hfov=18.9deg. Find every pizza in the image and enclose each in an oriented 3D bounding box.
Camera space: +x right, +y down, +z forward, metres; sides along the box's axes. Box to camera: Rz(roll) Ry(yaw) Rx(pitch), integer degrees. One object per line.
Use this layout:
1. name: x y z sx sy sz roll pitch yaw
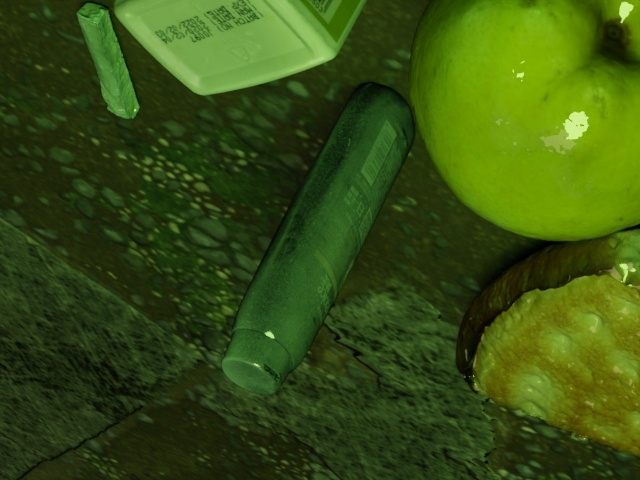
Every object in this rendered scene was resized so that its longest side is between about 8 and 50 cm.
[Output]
1. pizza: 0.243 0.080 1.413 0.287 0.074 0.251 21 151 10

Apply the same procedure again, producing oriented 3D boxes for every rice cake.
1. rice cake: -0.161 -0.135 1.463 0.022 0.021 0.121 26 153 24

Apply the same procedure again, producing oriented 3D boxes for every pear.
1. pear: 0.144 -0.090 1.109 0.200 0.200 0.200 21 150 13

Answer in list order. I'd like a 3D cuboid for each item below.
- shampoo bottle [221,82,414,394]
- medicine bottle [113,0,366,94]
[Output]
1. shampoo bottle: 0.000 0.000 1.323 0.049 0.234 0.087 15 149 21
2. medicine bottle: -0.017 -0.183 1.090 0.088 0.188 0.132 44 147 -27
